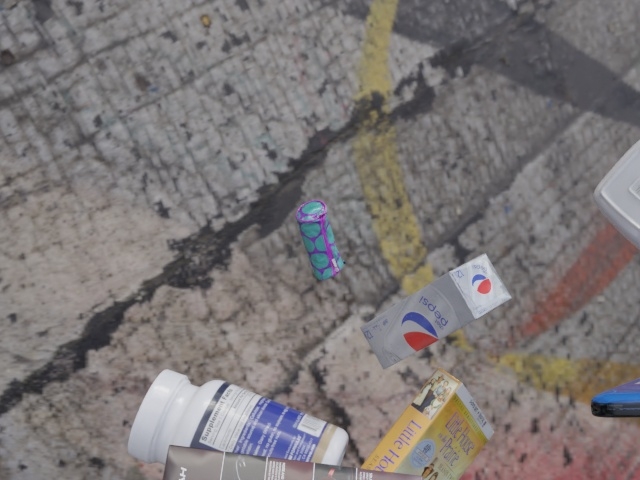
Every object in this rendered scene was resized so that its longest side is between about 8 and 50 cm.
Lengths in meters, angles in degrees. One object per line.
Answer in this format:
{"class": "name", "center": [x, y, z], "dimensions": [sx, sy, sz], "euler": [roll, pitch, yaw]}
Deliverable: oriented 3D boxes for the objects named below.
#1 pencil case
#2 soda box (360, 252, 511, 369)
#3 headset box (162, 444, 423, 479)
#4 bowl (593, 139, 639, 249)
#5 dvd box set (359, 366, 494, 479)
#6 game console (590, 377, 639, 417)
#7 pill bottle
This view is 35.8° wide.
{"class": "pencil case", "center": [0.000, 0.000, 1.880], "dimensions": [0.064, 0.070, 0.151], "euler": [-36, 128, -24]}
{"class": "soda box", "center": [0.191, 0.126, 1.703], "dimensions": [0.098, 0.286, 0.091], "euler": [-24, 81, -37]}
{"class": "headset box", "center": [-0.025, 0.328, 1.044], "dimensions": [0.293, 0.218, 0.110], "euler": [8, 50, -3]}
{"class": "bowl", "center": [0.451, -0.068, 1.357], "dimensions": [0.053, 0.142, 0.142], "euler": [17, 29, -49]}
{"class": "dvd box set", "center": [0.149, 0.460, 1.827], "dimensions": [0.420, 0.062, 0.307], "euler": [-50, 147, -10]}
{"class": "game console", "center": [0.459, 0.237, 1.088], "dimensions": [0.293, 0.250, 0.173], "euler": [6, 79, -60]}
{"class": "pill bottle", "center": [-0.109, 0.275, 1.311], "dimensions": [0.265, 0.153, 0.153], "euler": [21, 63, 8]}
